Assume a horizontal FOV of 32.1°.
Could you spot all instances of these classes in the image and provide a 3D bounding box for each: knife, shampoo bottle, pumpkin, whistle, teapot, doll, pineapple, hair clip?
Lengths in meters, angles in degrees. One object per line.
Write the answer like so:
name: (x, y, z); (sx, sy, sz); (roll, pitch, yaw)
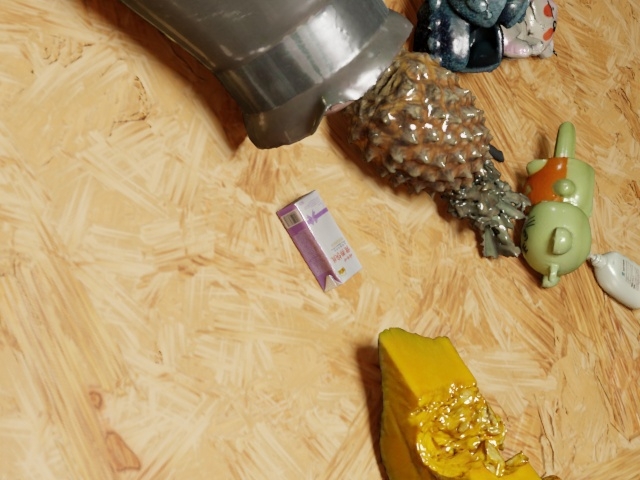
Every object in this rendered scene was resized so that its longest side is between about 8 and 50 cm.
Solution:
knife: (0.217, -0.167, 1.665); (0.170, 0.010, 0.023); (33, 51, -26)
shampoo bottle: (0.467, 0.051, 1.772); (0.152, 0.045, 0.077); (30, 54, -32)
pumpkin: (0.138, 0.232, 1.323); (0.131, 0.126, 0.248); (-4, 54, -37)
whistle: (0.356, -0.059, 1.669); (0.106, 0.131, 0.288); (7, 57, 6)
teapot: (-0.078, -0.316, 1.290); (0.362, 0.305, 0.376); (54, 14, -22)
doll: (0.320, -0.349, 1.794); (0.192, 0.095, 0.149); (-28, 97, -49)
pineapple: (0.180, -0.113, 1.507); (0.361, 0.175, 0.175); (34, 50, -40)
hair clip: (0.202, -0.401, 1.620); (0.194, 0.206, 0.310); (-13, 81, -42)

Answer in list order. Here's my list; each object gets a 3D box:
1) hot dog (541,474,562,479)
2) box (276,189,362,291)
hot dog: (0.280, 0.348, 1.451); (0.144, 0.038, 0.062); (-20, 82, -49)
box: (0.000, 0.000, 1.353); (0.050, 0.036, 0.117); (-39, 99, -46)
